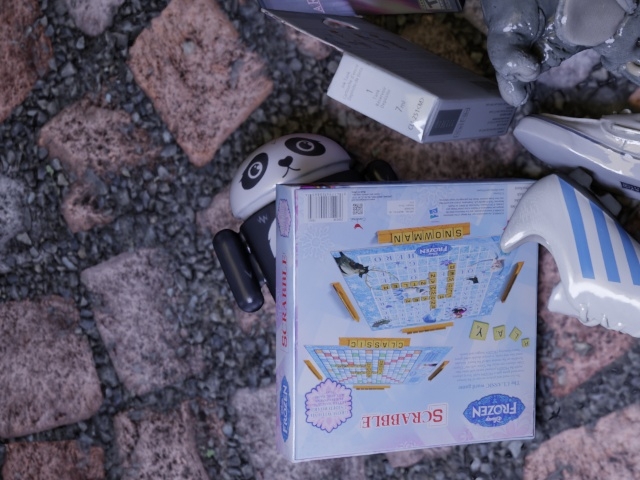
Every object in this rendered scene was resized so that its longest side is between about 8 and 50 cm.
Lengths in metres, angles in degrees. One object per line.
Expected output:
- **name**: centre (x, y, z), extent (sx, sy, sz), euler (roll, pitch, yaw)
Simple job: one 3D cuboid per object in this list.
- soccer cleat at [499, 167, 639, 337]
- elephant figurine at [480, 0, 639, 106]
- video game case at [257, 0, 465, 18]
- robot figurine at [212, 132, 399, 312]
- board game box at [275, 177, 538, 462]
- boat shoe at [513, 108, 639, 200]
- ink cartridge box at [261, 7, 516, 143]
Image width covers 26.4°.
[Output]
- **soccer cleat**: centre (0.348, 0.064, 1.557), extent (0.331, 0.116, 0.143), euler (43, 87, 17)
- **elephant figurine**: centre (0.312, -0.253, 1.553), extent (0.239, 0.186, 0.169), euler (-11, 56, 17)
- **video game case**: centre (0.021, -0.349, 1.666), extent (0.274, 0.196, 0.026), euler (2, 55, 26)
- **robot figurine**: centre (-0.001, 0.000, 1.707), extent (0.173, 0.209, 0.278), euler (-32, 81, 40)
- **board game box**: centre (0.104, 0.088, 1.612), extent (0.066, 0.318, 0.318), euler (-163, 73, -68)
- **boat shoe**: centre (0.356, -0.107, 1.568), extent (0.267, 0.096, 0.088), euler (21, 76, 29)
- **ink cartridge box**: centre (0.080, -0.192, 1.589), extent (0.239, 0.275, 0.060), euler (28, 108, 22)
